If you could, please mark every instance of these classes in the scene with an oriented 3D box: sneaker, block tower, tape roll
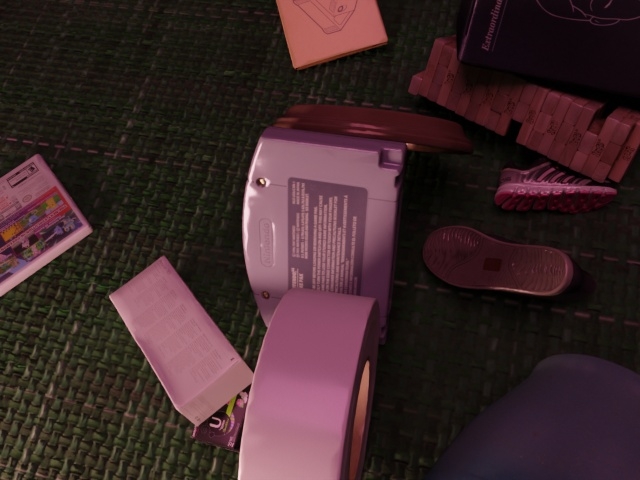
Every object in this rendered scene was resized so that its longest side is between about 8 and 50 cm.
[{"bbox_3d":[0.253,0.042,0.897,0.222,0.118,0.083,16,87,44],"label":"sneaker"},{"bbox_3d":[0.301,-0.202,0.962,0.336,0.097,0.091,30,36,22],"label":"block tower"},{"bbox_3d":[-0.002,0.199,0.738,0.100,0.286,0.286,7,67,10],"label":"tape roll"},{"bbox_3d":[0.336,-0.085,0.943,0.171,0.063,0.074,1,62,6],"label":"sneaker"}]

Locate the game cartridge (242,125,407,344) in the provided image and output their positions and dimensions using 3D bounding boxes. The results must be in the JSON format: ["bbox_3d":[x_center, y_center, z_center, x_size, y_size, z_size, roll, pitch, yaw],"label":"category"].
[{"bbox_3d":[0.000,0.000,0.840,0.198,0.297,0.062,12,35,14],"label":"game cartridge"}]

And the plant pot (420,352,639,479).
[{"bbox_3d":[0.260,0.271,0.694,0.272,0.271,0.255,33,59,20],"label":"plant pot"}]

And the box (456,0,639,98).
[{"bbox_3d":[0.410,-0.370,0.878,0.396,0.293,0.212,12,34,2],"label":"box"}]

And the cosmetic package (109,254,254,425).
[{"bbox_3d":[-0.189,0.127,0.882,0.099,0.060,0.239,-39,48,-8],"label":"cosmetic package"}]

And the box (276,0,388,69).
[{"bbox_3d":[0.010,-0.408,1.111,0.165,0.021,0.201,-15,87,6],"label":"box"}]

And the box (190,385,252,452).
[{"bbox_3d":[-0.123,0.230,0.866,0.062,0.052,0.083,11,68,12],"label":"box"}]

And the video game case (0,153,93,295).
[{"bbox_3d":[-0.492,-0.021,1.047,0.201,0.023,0.183,-37,66,-11],"label":"video game case"}]

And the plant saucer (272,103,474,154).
[{"bbox_3d":[0.072,-0.152,0.903,0.278,0.278,0.041,7,96,11],"label":"plant saucer"}]
